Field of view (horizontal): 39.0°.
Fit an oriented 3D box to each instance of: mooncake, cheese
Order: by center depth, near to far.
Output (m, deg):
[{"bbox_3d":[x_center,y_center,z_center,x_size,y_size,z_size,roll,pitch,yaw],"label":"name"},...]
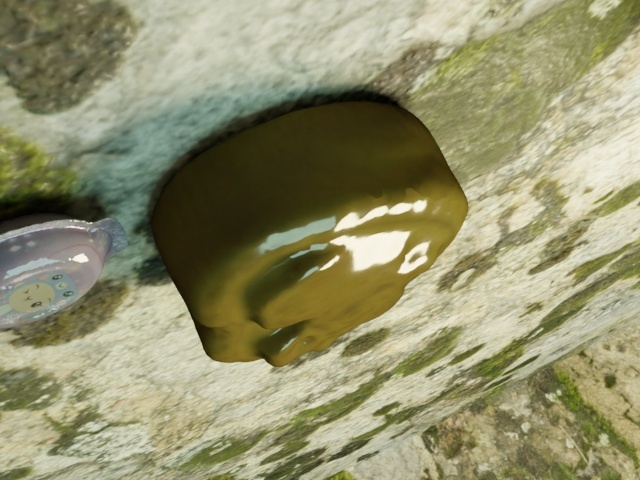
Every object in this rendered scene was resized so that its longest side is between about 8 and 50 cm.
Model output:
[{"bbox_3d":[-0.211,0.031,0.563,0.191,0.042,0.105,-23,157,-9],"label":"cheese"},{"bbox_3d":[0.000,0.000,0.663,0.235,0.117,0.235,-22,156,-11],"label":"mooncake"}]
